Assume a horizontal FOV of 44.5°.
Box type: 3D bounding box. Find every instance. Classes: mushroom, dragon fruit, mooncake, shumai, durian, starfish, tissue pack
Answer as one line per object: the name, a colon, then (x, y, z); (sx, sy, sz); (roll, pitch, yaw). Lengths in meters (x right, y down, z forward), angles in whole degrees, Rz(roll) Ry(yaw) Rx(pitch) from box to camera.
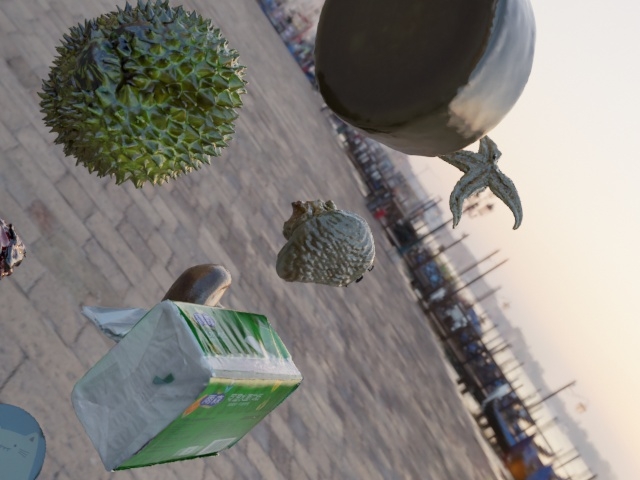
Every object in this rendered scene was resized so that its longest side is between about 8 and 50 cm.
mushroom: (-0.290, 0.149, 1.756); (0.138, 0.231, 0.194); (35, 24, 27)
dragon fruit: (-0.767, 0.025, 1.753); (0.182, 0.189, 0.182); (44, -17, 18)
mooncake: (0.134, -0.251, 1.003); (0.156, 0.284, 0.284); (19, 35, -49)
shumai: (0.002, -0.003, 1.132); (0.145, 0.146, 0.116); (51, 7, -36)
durian: (-0.224, -0.191, 1.028); (0.224, 0.291, 0.291); (59, 5, -33)
starfish: (0.288, -0.114, 1.472); (0.050, 0.138, 0.247); (69, 7, -51)
tissue pack: (-0.145, 0.132, 0.825); (0.156, 0.148, 0.209); (54, 12, 22)

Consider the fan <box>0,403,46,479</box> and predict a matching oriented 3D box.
fan: (-0.390, 0.276, 0.905); (0.113, 0.175, 0.005); (24, -18, -12)
